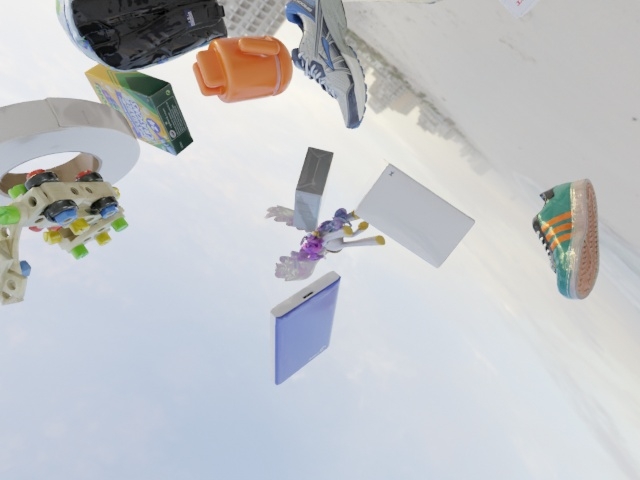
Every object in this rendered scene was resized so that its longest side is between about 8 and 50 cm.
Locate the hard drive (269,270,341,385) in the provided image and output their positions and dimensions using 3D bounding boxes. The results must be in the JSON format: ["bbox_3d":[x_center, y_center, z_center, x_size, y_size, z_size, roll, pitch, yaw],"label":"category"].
[{"bbox_3d":[-0.045,0.245,1.097,0.210,0.318,0.040,-30,-126,-32],"label":"hard drive"}]

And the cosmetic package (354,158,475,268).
[{"bbox_3d":[0.207,-0.074,0.956,0.224,0.138,0.224,33,-167,-3],"label":"cosmetic package"}]

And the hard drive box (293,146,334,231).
[{"bbox_3d":[-0.027,-0.167,1.356,0.089,0.232,0.180,14,-117,1],"label":"hard drive box"}]

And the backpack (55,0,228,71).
[{"bbox_3d":[-0.458,-0.577,1.012,0.274,0.355,0.290,24,152,27],"label":"backpack"}]

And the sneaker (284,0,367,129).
[{"bbox_3d":[0.003,-0.169,0.386,0.052,0.058,0.135,-160,51,-83],"label":"sneaker"}]

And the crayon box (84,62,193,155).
[{"bbox_3d":[-0.547,-0.396,1.188,0.323,0.203,0.083,26,-121,22],"label":"crayon box"}]

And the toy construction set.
[{"bbox_3d":[-0.483,-0.025,0.728,0.151,0.215,0.327,52,-165,-16],"label":"toy construction set"}]

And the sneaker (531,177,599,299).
[{"bbox_3d":[0.554,-0.001,0.924,0.108,0.121,0.301,36,-119,-29],"label":"sneaker"}]

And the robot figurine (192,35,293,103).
[{"bbox_3d":[-0.151,-0.363,0.852,0.220,0.158,0.128,-20,-126,-28],"label":"robot figurine"}]

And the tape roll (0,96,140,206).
[{"bbox_3d":[-0.601,-0.169,0.884,0.071,0.392,0.392,62,-154,4],"label":"tape roll"}]

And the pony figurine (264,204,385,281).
[{"bbox_3d":[0.000,0.000,1.506,0.351,0.364,0.302,14,-118,-43],"label":"pony figurine"}]

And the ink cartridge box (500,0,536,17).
[{"bbox_3d":[0.470,-0.687,0.953,0.237,0.172,0.100,48,-129,2],"label":"ink cartridge box"}]

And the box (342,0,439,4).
[{"bbox_3d":[0.096,-0.402,0.469,0.154,0.206,0.108,-8,-161,-16],"label":"box"}]
